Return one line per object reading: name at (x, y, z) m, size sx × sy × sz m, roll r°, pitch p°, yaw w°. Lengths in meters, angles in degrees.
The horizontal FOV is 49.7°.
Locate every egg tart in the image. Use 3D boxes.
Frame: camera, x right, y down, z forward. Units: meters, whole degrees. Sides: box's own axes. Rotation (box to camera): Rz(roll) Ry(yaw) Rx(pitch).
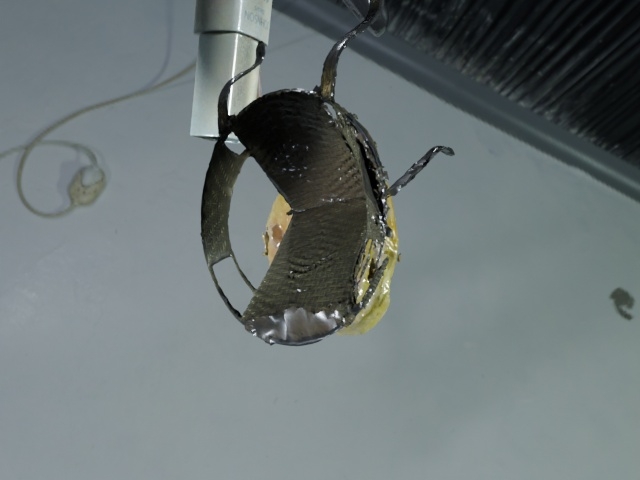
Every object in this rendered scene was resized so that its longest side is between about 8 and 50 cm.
egg tart at (0.000, 0.000, 1.206) m, size 0.149 × 0.352 × 0.352 m, roll -7°, pitch 71°, yaw -32°

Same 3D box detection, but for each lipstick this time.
lipstick at (-0.106, -0.246, 0.833) m, size 0.079 × 0.077 × 0.253 m, roll 1°, pitch 94°, yaw -61°

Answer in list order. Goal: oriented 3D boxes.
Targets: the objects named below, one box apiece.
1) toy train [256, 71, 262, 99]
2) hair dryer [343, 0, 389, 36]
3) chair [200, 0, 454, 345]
toy train at (-0.136, -0.320, 1.370) m, size 0.038 × 0.148 × 0.071 m, roll -7°, pitch 49°, yaw -8°
hair dryer at (0.121, -0.572, 1.251) m, size 0.284 × 0.320 × 0.156 m, roll 23°, pitch 27°, yaw -49°
chair at (-0.007, -0.044, 0.501) m, size 0.149 × 0.174 × 0.213 m, roll 52°, pitch 48°, yaw -31°
